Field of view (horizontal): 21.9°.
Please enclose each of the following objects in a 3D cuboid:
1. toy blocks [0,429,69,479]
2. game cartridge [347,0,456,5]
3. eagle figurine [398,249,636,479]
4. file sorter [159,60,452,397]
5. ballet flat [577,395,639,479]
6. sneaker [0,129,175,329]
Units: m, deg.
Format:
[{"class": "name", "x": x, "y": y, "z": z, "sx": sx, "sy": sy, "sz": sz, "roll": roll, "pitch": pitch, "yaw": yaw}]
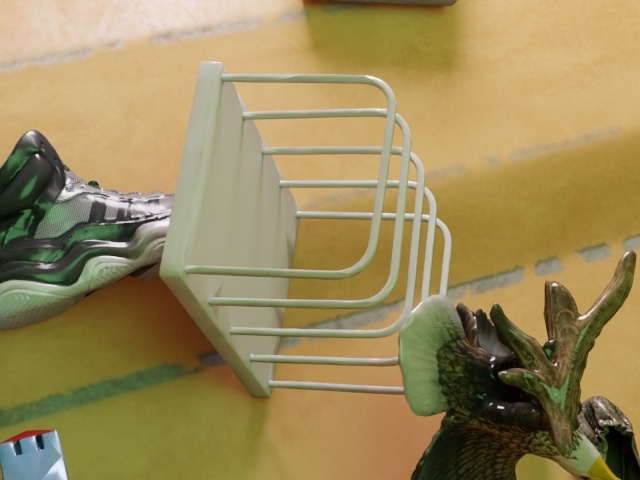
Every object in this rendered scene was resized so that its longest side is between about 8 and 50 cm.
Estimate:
[{"class": "toy blocks", "x": -0.323, "y": 0.252, "z": 1.252, "sx": 0.381, "sy": 0.191, "sz": 0.261, "roll": -12, "pitch": 50, "yaw": -10}, {"class": "game cartridge", "x": 0.057, "y": -0.383, "z": 1.730, "sx": 0.196, "sy": 0.060, "sz": 0.294, "roll": -2, "pitch": 72, "yaw": -20}, {"class": "eagle figurine", "x": 0.162, "y": 0.160, "z": 1.444, "sx": 0.226, "sy": 0.298, "sz": 0.225, "roll": -21, "pitch": 77, "yaw": -22}, {"class": "file sorter", "x": 0.000, "y": 0.000, "z": 1.404, "sx": 0.173, "sy": 0.277, "sz": 0.193, "roll": 1, "pitch": 65, "yaw": 15}, {"class": "ballet flat", "x": 0.296, "y": 0.269, "z": 1.585, "sx": 0.084, "sy": 0.058, "sz": 0.250, "roll": -4, "pitch": 73, "yaw": -24}, {"class": "sneaker", "x": -0.198, "y": -0.034, "z": 1.457, "sx": 0.268, "sy": 0.101, "sz": 0.153, "roll": -23, "pitch": 82, "yaw": -28}]
